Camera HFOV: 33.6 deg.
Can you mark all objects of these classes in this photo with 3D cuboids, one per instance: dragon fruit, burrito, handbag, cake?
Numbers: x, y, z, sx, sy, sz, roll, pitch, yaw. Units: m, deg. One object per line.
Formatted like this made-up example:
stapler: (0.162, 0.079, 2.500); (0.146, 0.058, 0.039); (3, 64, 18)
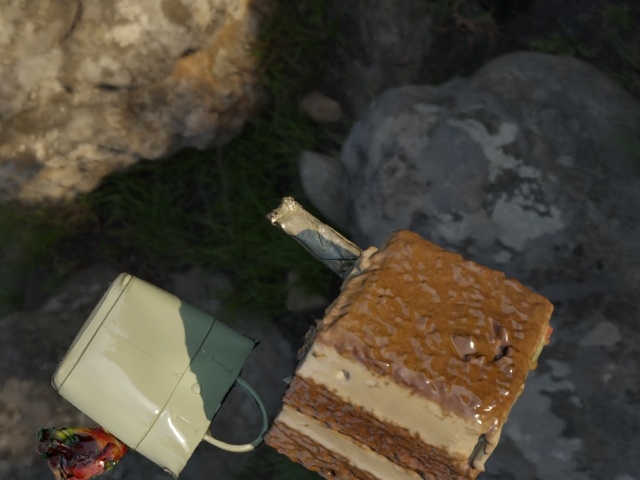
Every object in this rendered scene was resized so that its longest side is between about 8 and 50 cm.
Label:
dragon fruit: (-0.436, 0.390, 1.937); (0.138, 0.175, 0.142); (-35, 24, 49)
burrito: (0.000, 0.000, 1.554); (0.051, 0.171, 0.042); (-53, -2, -4)
handbag: (-0.218, 0.208, 1.560); (0.241, 0.315, 0.109); (-60, 10, -24)
cake: (0.109, 0.167, 1.334); (0.256, 0.282, 0.290); (-55, -12, -44)
